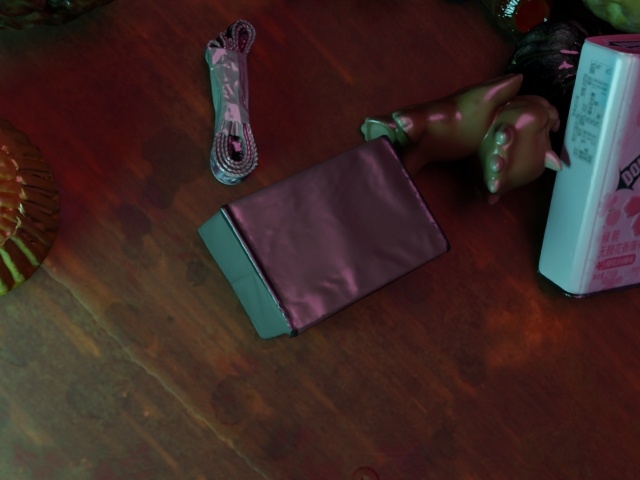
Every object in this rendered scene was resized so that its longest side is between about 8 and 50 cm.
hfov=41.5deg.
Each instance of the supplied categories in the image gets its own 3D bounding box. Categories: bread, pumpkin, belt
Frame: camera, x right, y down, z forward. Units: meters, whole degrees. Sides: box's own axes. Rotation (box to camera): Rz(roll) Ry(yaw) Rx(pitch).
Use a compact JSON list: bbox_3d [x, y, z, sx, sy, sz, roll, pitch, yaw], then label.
[{"bbox_3d":[-0.412,-0.044,0.958,0.240,0.139,0.239,4,78,-20],"label":"bread"},{"bbox_3d":[0.387,-0.238,1.304,0.221,0.162,0.220,8,68,-20],"label":"pumpkin"},{"bbox_3d":[-0.124,-0.192,1.155,0.071,0.053,0.232,3,75,-19],"label":"belt"}]

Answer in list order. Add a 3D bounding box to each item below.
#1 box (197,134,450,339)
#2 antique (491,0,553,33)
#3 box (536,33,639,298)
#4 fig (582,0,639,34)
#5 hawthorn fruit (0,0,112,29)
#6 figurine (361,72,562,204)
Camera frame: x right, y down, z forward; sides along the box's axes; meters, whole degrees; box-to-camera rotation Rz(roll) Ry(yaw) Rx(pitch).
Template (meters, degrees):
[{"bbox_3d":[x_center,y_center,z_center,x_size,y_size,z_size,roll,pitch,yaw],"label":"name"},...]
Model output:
[{"bbox_3d":[0.000,0.000,1.097,0.252,0.153,0.188,-29,89,-25],"label":"box"},{"bbox_3d":[0.322,-0.381,1.352,0.104,0.104,0.104,5,74,-19],"label":"antique"},{"bbox_3d":[0.433,-0.101,1.210,0.190,0.112,0.369,-6,119,-23],"label":"box"},{"bbox_3d":[0.534,-0.406,1.342,0.286,0.368,0.286,-7,63,13],"label":"fig"},{"bbox_3d":[-0.362,-0.411,1.022,0.254,0.254,0.300,-18,80,-24],"label":"hawthorn fruit"},{"bbox_3d":[0.217,-0.131,1.204,0.247,0.177,0.173,-20,100,-16],"label":"figurine"}]
